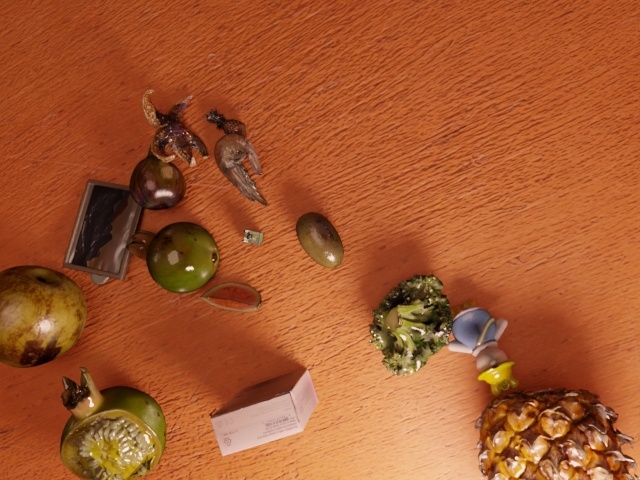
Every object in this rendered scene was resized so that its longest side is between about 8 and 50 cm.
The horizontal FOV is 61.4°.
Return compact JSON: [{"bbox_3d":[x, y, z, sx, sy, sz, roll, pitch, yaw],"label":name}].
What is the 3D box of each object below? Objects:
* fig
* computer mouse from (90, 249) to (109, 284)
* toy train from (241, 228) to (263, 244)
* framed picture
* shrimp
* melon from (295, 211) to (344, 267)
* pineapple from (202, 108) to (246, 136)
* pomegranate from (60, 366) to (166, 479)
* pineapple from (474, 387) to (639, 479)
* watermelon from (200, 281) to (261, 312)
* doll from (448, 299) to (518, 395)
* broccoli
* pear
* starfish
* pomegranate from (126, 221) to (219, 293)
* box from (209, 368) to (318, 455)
[{"bbox_3d":[-0.445,-0.205,1.475,0.149,0.149,0.246,-9,74,8],"label":"fig"},{"bbox_3d":[-0.622,0.072,1.530,0.055,0.032,0.110,-12,78,4],"label":"computer mouse"},{"bbox_3d":[-0.180,-0.007,1.437,0.056,0.093,0.038,12,88,-5],"label":"toy train"},{"bbox_3d":[-0.608,-0.033,1.523,0.192,0.018,0.266,10,81,10],"label":"framed picture"},{"bbox_3d":[-0.202,-0.191,1.457,0.126,0.047,0.223,-40,88,28],"label":"shrimp"},{"bbox_3d":[0.000,0.000,1.405,0.099,0.099,0.162,-35,86,6],"label":"melon"},{"bbox_3d":[-0.266,-0.322,1.492,0.124,0.058,0.058,30,92,23],"label":"pineapple"},{"bbox_3d":[-0.541,0.474,1.379,0.260,0.260,0.341,-19,108,7],"label":"pomegranate"},{"bbox_3d":[0.518,0.480,1.183,0.352,0.352,0.301,-5,74,8],"label":"pineapple"},{"bbox_3d":[-0.229,0.165,1.449,0.163,0.087,0.069,9,119,10],"label":"watermelon"},{"bbox_3d":[0.387,0.250,1.291,0.135,0.099,0.241,-6,53,-20],"label":"doll"},{"bbox_3d":[0.224,0.200,1.320,0.198,0.176,0.227,35,126,32],"label":"broccoli"},{"bbox_3d":[-0.768,0.204,1.426,0.283,0.283,0.284,0,87,9],"label":"pear"},{"bbox_3d":[-0.400,-0.307,1.472,0.238,0.216,0.071,48,134,-15],"label":"starfish"},{"bbox_3d":[-0.393,0.025,1.435,0.190,0.159,0.241,-44,77,4],"label":"pomegranate"},{"bbox_3d":[-0.129,0.412,1.326,0.203,0.251,0.106,-21,87,6],"label":"box"}]
